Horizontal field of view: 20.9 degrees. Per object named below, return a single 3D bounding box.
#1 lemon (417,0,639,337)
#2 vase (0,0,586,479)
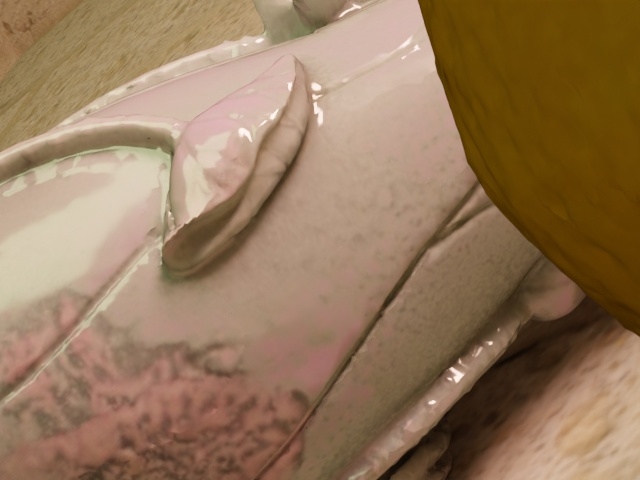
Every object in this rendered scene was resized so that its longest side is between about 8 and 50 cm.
[{"bbox_3d":[0.176,-0.091,0.433,0.336,0.336,0.336,-41,18,16],"label":"lemon"},{"bbox_3d":[0.000,0.000,0.771,0.445,0.250,0.250,-37,18,7],"label":"vase"}]
